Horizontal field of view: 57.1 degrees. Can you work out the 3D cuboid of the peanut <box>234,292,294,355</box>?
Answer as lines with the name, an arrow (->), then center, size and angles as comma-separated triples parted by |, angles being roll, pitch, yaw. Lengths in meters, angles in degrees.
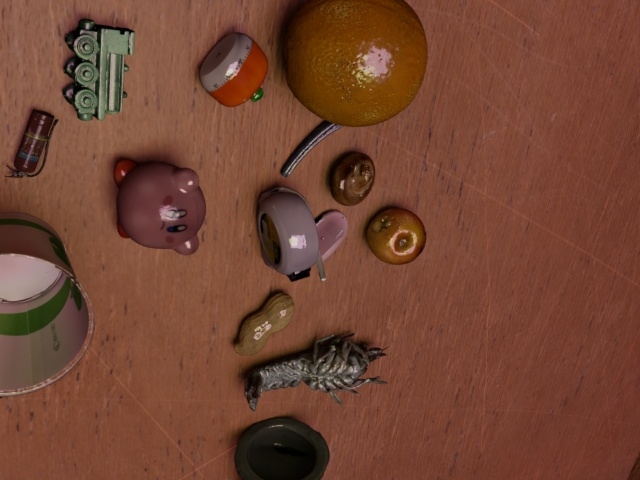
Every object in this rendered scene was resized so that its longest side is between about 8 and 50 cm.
peanut -> -0.133, 0.202, 1.398 | 0.187, 0.082, 0.082 | -43, 127, -2

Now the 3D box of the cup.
cup -> -0.529, 0.087, 1.002 | 0.253, 0.274, 0.253 | -11, 117, -22

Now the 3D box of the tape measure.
tape measure -> -0.063, -0.011, 1.263 | 0.105, 0.178, 0.196 | -15, 120, -23

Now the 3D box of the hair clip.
hair clip -> 0.018, -0.236, 1.285 | 0.275, 0.048, 0.083 | -35, 127, -3

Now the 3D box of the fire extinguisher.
fire extinguisher -> -0.506, -0.163, 1.033 | 0.056, 0.039, 0.132 | 20, 104, -25

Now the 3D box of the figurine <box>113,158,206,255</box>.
figurine -> -0.299, -0.063, 1.114 | 0.173, 0.173, 0.173 | -12, 119, -23

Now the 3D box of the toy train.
toy train -> -0.382, -0.291, 1.019 | 0.111, 0.071, 0.170 | -5, 117, -34

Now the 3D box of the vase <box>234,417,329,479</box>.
vase -> -0.111, 0.659, 1.552 | 0.245, 0.245, 0.291 | -8, 122, -25

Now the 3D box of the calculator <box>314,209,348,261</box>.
calculator -> 0.000, 0.000, 1.399 | 0.166, 0.024, 0.103 | -49, 127, 0

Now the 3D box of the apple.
apple -> 0.189, -0.007, 1.434 | 0.146, 0.146, 0.146 | -12, 119, -23

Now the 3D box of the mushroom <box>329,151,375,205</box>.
mushroom -> 0.073, -0.139, 1.333 | 0.126, 0.085, 0.109 | -38, 157, -25

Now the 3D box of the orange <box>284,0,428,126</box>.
orange -> 0.064, -0.346, 1.113 | 0.274, 0.274, 0.274 | -12, 119, -23

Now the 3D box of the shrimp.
shrimp -> 0.005, 0.332, 1.498 | 0.410, 0.166, 0.221 | -2, 118, -14

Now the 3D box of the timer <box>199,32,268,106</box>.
timer -> -0.154, -0.313, 1.116 | 0.136, 0.099, 0.136 | -17, 134, -18
